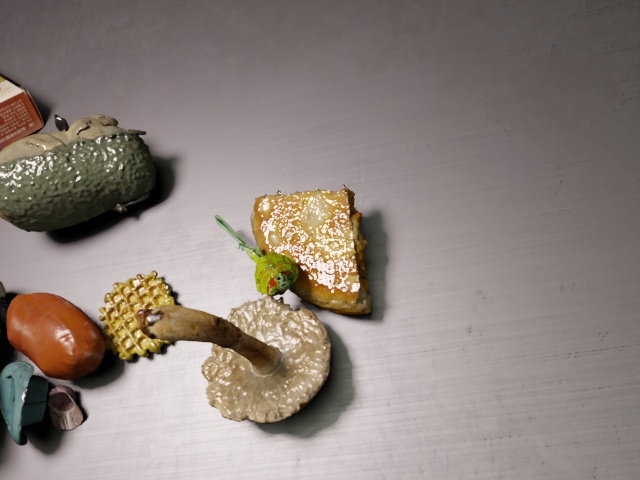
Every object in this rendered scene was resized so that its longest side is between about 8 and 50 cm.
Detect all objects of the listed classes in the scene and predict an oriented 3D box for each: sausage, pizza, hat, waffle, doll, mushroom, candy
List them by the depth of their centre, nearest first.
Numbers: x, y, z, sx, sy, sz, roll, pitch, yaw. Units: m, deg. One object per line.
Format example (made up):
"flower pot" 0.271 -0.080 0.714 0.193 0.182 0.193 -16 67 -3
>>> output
"mushroom" -0.120 0.196 0.848 0.233 0.302 0.207 -5 87 19
"candy" -0.134 0.018 1.000 0.077 0.073 0.262 -18 39 -34
"hat" -0.561 0.304 1.011 0.191 0.078 0.138 18 103 48
"pizza" 0.000 0.000 1.014 0.336 0.086 0.226 41 93 28
"hat" -0.492 0.321 1.021 0.058 0.042 0.087 -33 95 2
"sausage" -0.524 0.180 1.039 0.259 0.133 0.133 23 71 32
"waffle" -0.370 0.154 1.069 0.191 0.038 0.190 -6 64 12
"doll" -0.546 -0.155 1.161 0.350 0.247 0.247 -11 61 -5

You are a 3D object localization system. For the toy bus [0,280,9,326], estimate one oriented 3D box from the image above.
"toy bus" -0.735 0.218 1.015 0.177 0.201 0.365 -5 59 -11

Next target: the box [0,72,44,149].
"box" -0.996 -0.311 1.357 0.345 0.122 0.385 30 56 26
